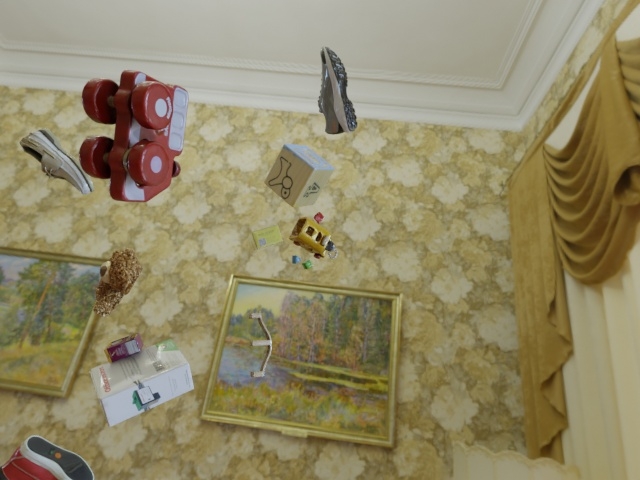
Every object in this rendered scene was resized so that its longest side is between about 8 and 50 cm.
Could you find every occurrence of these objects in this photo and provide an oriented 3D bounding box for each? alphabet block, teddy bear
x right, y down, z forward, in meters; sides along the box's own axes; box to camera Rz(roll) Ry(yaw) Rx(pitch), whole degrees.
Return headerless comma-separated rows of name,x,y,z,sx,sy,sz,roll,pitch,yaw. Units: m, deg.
alphabet block,-0.090,-0.280,1.746,0.197,0.192,0.193,-56,-20,24
teddy bear,-0.717,0.137,1.396,0.113,0.245,0.338,31,-17,-24

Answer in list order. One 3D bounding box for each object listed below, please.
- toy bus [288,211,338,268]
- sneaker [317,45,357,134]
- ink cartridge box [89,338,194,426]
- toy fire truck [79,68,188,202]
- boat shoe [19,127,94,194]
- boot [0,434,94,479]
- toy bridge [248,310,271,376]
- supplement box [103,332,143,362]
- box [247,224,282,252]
toy bus,-0.011,-0.001,1.486,0.202,0.191,0.104,-18,8,-29
sneaker,0.031,-0.461,1.251,0.107,0.272,0.100,-10,2,30
ink cartridge box,-0.477,0.372,1.086,0.219,0.093,0.160,-17,23,-32
toy fire truck,-0.410,-0.242,0.974,0.169,0.303,0.254,9,7,15
boat shoe,-0.930,-0.264,1.433,0.302,0.103,0.113,43,-36,9
boot,-0.828,0.716,1.213,0.244,0.176,0.088,44,2,-16
toy bridge,-0.177,0.303,1.197,0.063,0.188,0.026,6,-21,-31
supplement box,-0.537,0.293,1.109,0.083,0.043,0.055,-19,9,-11
box,-0.187,-0.003,1.330,0.087,0.058,0.232,-18,1,-16
